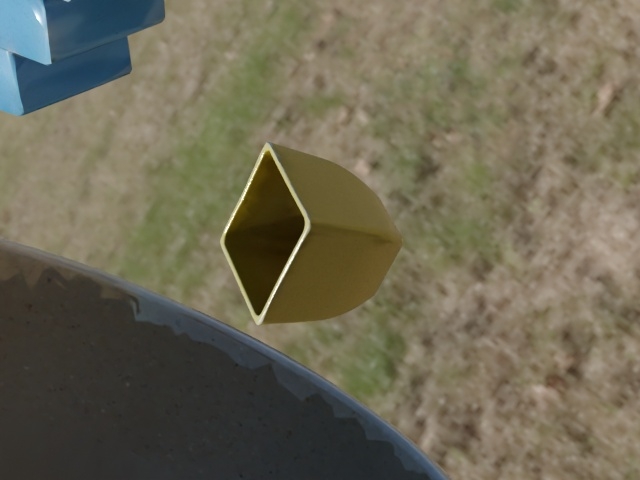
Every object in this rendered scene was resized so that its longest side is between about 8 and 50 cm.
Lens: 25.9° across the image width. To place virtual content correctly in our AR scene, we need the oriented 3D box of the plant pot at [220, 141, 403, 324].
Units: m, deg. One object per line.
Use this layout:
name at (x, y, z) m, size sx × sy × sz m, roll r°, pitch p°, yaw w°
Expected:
plant pot at (0.000, 0.000, 0.848) m, size 0.081 × 0.083 × 0.081 m, roll -62°, pitch 36°, yaw 30°

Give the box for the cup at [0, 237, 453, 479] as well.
cup at (-0.125, 0.164, 0.599) m, size 0.237 × 0.331 × 0.331 m, roll -65°, pitch 20°, yaw 8°

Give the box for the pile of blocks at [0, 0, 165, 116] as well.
pile of blocks at (-0.094, -0.108, 0.335) m, size 0.112 × 0.149 × 0.362 m, roll -29°, pitch -16°, yaw -38°
